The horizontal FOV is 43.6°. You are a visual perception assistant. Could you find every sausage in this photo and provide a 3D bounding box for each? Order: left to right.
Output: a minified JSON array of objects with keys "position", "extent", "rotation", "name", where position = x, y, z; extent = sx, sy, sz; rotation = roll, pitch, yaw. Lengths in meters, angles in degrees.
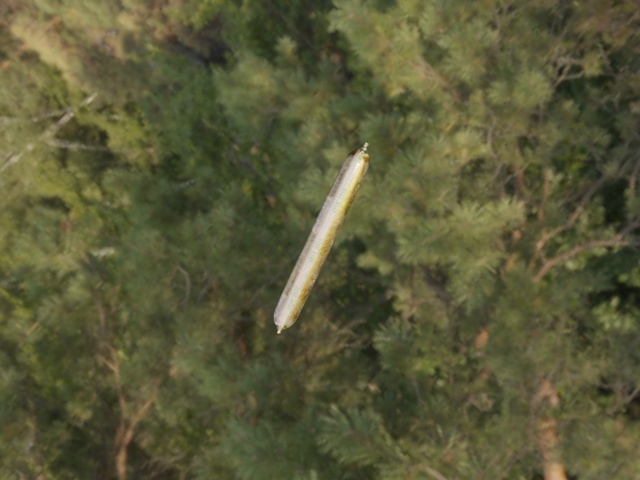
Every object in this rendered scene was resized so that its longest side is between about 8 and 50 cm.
[{"position":[0.000,0.000,0.994],"extent":[0.032,0.269,0.033],"rotation":[23,-166,-6],"name":"sausage"}]
